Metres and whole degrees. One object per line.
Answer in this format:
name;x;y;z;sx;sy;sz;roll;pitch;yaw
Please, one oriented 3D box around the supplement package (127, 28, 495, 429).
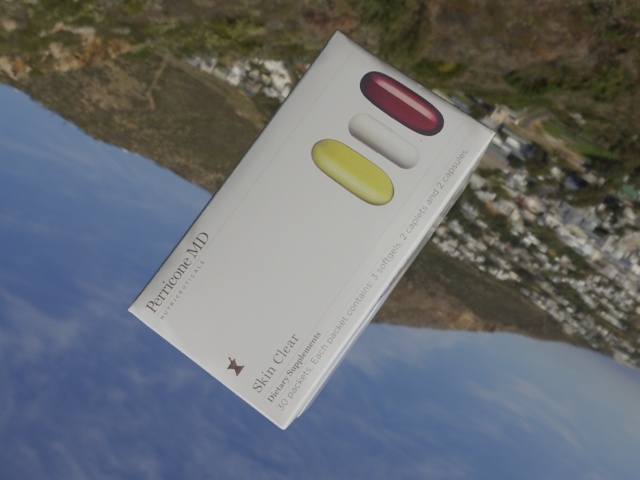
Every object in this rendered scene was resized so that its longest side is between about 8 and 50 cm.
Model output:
supplement package;0.000;0.000;0.627;0.145;0.262;0.204;35;175;8
